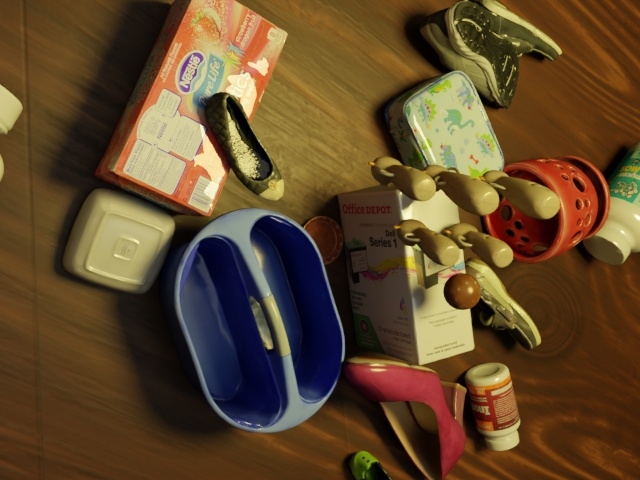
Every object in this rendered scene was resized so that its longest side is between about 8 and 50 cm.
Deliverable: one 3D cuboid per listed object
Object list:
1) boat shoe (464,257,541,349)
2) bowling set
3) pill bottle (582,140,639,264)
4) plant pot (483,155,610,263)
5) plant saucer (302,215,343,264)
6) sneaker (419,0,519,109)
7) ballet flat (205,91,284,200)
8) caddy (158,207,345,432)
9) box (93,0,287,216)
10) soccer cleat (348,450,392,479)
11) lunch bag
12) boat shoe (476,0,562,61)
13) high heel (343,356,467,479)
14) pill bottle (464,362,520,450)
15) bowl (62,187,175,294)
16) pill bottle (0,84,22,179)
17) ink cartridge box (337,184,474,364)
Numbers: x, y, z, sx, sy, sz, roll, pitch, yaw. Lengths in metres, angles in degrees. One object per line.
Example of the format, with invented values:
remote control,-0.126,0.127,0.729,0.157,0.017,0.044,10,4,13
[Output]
boat shoe,0.334,0.134,1.398,0.073,0.080,0.223,-43,105,-14
bowling set,0.183,-0.014,1.064,0.287,0.154,0.199,8,106,-27
pill bottle,0.654,-0.076,1.516,0.146,0.146,0.264,47,71,-21
plant pot,0.432,-0.065,1.381,0.174,0.191,0.191,-14,98,-35
plant saucer,0.000,0.000,1.248,0.084,0.013,0.083,-1,93,-29
sneaker,0.283,-0.338,1.344,0.271,0.108,0.100,36,68,-41
ballet flat,-0.103,-0.125,1.008,0.057,0.049,0.173,-41,112,-21
caddy,-0.100,0.119,1.107,0.241,0.179,0.341,-22,102,-26
box,-0.192,-0.199,1.065,0.154,0.142,0.299,26,81,-27
soccer cleat,0.112,0.448,1.290,0.060,0.072,0.179,-40,109,-21
lunch bag,0.228,-0.183,1.318,0.176,0.090,0.219,-35,107,-21
boat shoe,0.372,-0.393,1.407,0.233,0.084,0.079,14,120,-34
high heel,0.147,0.307,1.224,0.377,0.127,0.181,28,69,-45
pill bottle,0.333,0.319,1.395,0.086,0.086,0.152,-20,100,-26
bowl,-0.288,0.007,1.061,0.142,0.053,0.142,22,91,-28
pill bottle,-0.510,-0.060,0.877,0.188,0.188,0.333,32,78,-25
ink cartridge box,0.137,0.045,1.215,0.117,0.201,0.278,-10,96,-26
